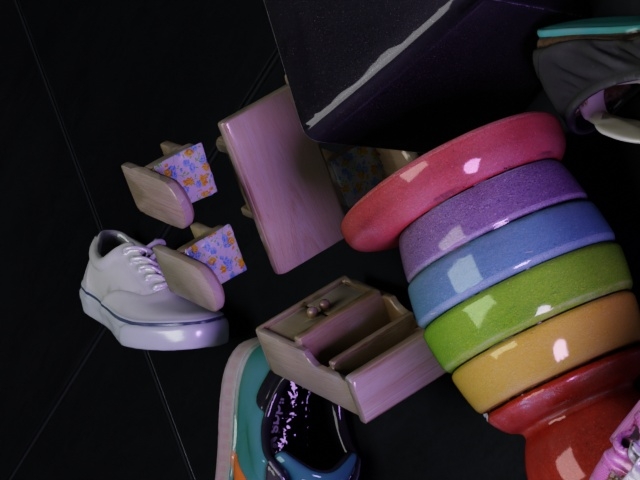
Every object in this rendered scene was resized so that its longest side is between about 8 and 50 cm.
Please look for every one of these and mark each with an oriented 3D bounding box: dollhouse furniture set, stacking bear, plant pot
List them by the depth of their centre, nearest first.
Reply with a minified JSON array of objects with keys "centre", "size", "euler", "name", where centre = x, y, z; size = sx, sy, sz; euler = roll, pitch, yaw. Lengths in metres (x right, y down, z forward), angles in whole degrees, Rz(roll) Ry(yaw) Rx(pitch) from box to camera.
[{"centre":[0.156,0.071,1.402],"size":[0.164,0.175,0.289],"euler":[111,134,-76],"name":"stacking bear"},{"centre":[0.083,-0.186,1.482],"size":[0.167,0.187,0.188],"euler":[-33,65,40],"name":"plant pot"},{"centre":[0.000,0.000,1.595],"size":[0.161,0.212,0.242],"euler":[21,136,56],"name":"dollhouse furniture set"}]

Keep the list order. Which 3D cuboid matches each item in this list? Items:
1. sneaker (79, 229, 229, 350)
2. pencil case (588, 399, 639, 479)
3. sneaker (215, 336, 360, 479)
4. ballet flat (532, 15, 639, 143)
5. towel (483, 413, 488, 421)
[{"centre":[-0.172,0.046,1.954],"size":[0.258,0.094,0.091],"euler":[18,112,56],"name":"sneaker"},{"centre":[0.306,0.243,1.172],"size":[0.386,0.167,0.160],"euler":[50,141,41],"name":"pencil case"},{"centre":[-0.029,0.234,1.740],"size":[0.121,0.108,0.302],"euler":[-3,89,61],"name":"sneaker"},{"centre":[0.241,-0.114,1.326],"size":[0.280,0.095,0.096],"euler":[-3,100,67],"name":"ballet flat"},{"centre":[0.145,0.056,1.536],"size":[0.113,0.023,0.152],"euler":[-27,70,54],"name":"towel"}]
